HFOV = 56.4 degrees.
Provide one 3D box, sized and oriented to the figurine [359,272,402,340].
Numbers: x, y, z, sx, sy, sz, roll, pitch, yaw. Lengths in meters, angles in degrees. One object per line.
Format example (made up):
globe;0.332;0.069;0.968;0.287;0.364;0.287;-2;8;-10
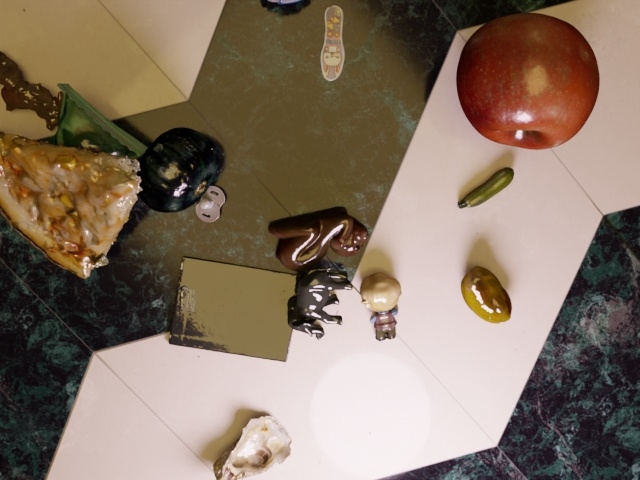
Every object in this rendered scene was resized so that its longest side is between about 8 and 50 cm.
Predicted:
figurine;0.174;0.184;1.660;0.114;0.108;0.195;-9;116;8

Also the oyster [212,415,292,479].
oyster;-0.204;0.602;1.694;0.233;0.107;0.161;-40;93;-16

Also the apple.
apple;0.503;-0.382;1.470;0.349;0.348;0.276;10;85;-5

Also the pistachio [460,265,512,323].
pistachio;0.457;0.153;1.667;0.110;0.100;0.189;-33;108;24

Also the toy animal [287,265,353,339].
toy animal;-0.009;0.169;1.628;0.146;0.114;0.244;2;109;-21

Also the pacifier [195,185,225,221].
pacifier;-0.304;-0.099;1.592;0.082;0.078;0.099;21;97;7

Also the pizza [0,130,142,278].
pizza;-0.647;-0.068;1.480;0.435;0.080;0.391;12;129;6

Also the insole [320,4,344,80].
insole;0.034;-0.526;1.591;0.065;0.004;0.197;3;98;-4

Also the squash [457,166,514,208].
squash;0.458;-0.139;1.647;0.183;0.052;0.052;-35;98;0

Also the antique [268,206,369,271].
antique;0.000;0.000;1.605;0.257;0.121;0.143;-14;106;-1

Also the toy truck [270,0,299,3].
toy truck;-0.092;-0.705;1.472;0.161;0.177;0.213;-11;98;-3

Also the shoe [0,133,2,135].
shoe;-0.870;-0.250;1.537;0.109;0.072;0.069;3;129;18

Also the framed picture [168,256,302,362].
framed picture;-0.237;0.195;1.669;0.339;0.014;0.255;9;97;-5

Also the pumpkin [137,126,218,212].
pumpkin;-0.361;-0.173;1.502;0.163;0.233;0.233;37;94;-3

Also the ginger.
ginger;-0.794;-0.399;1.529;0.290;0.084;0.122;32;117;-11

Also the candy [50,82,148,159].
candy;-0.634;-0.166;1.525;0.263;0.172;0.397;37;107;-3
